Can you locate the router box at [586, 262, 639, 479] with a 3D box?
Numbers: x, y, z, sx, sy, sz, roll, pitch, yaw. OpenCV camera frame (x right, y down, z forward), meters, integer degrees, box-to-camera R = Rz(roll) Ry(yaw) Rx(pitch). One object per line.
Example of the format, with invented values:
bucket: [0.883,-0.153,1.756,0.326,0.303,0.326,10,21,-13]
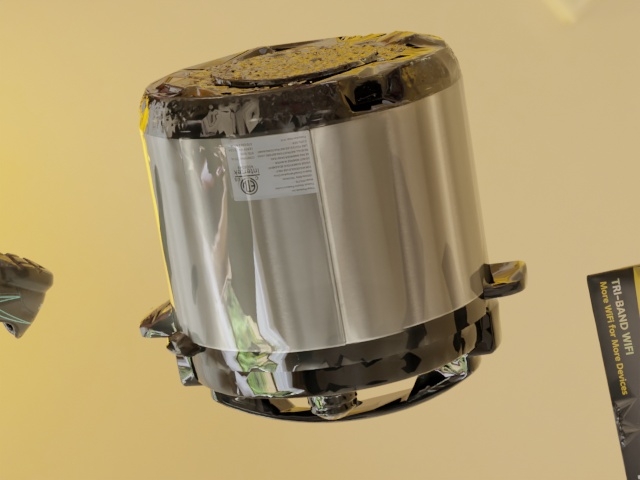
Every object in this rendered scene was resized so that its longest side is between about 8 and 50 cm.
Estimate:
router box: [0.404,0.158,1.845,0.243,0.308,0.081,-14,175,35]

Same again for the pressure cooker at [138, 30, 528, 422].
pressure cooker: [-0.003,0.002,2.149,0.375,0.420,0.370,-20,-164,-36]

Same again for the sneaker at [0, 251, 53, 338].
sneaker: [-0.475,0.058,2.516,0.101,0.267,0.106,31,-77,57]
